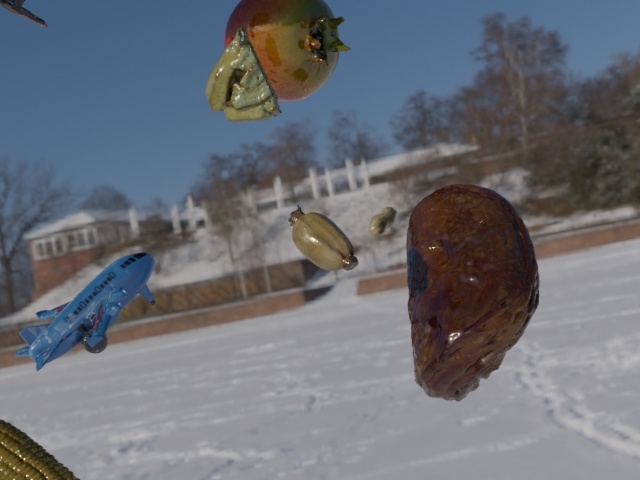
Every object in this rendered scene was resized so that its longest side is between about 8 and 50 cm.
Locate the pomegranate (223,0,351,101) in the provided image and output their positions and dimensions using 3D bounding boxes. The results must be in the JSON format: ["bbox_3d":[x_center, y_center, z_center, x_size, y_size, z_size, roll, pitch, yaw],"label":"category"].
[{"bbox_3d":[-0.060,-0.369,1.883,0.256,0.221,0.220,-1,5,45],"label":"pomegranate"}]

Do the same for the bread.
[{"bbox_3d":[-0.139,-0.261,1.670,0.110,0.156,0.103,-22,7,10],"label":"bread"}]

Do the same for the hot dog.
[{"bbox_3d":[0.241,0.084,1.711,0.174,0.388,0.267,18,-42,-19],"label":"hot dog"}]

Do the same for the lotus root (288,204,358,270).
[{"bbox_3d":[0.000,0.000,1.607,0.073,0.150,0.062,-36,-30,-21],"label":"lotus root"}]

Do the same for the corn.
[{"bbox_3d":[-0.375,0.354,1.394,0.102,0.313,0.102,-46,-7,-7],"label":"corn"}]

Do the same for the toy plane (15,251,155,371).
[{"bbox_3d":[-0.378,0.118,1.689,0.271,0.105,0.254,-35,23,-24],"label":"toy plane"}]

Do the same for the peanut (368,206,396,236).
[{"bbox_3d":[0.115,-0.035,1.848,0.037,0.037,0.083,-13,18,41],"label":"peanut"}]

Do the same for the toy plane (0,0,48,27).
[{"bbox_3d":[-0.521,-0.405,1.637,0.188,0.135,0.062,25,-42,-10],"label":"toy plane"}]
